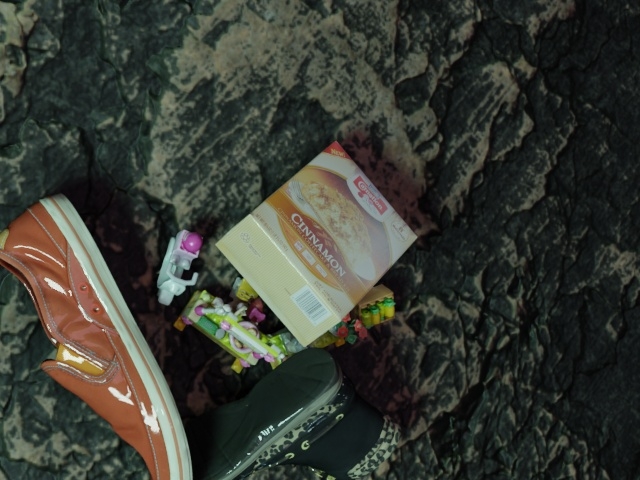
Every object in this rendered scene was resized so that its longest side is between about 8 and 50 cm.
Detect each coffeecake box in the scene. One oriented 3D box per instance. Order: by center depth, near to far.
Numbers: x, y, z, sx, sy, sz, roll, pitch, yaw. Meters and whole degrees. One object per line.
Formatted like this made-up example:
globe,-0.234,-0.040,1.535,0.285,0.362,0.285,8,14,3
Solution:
coffeecake box,0.000,0.000,1.352,0.142,0.068,0.185,49,41,-3

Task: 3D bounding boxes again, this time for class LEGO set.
LEGO set,-0.035,0.083,1.362,0.287,0.107,0.132,15,81,-24

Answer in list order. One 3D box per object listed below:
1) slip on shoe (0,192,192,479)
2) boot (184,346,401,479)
slip on shoe,-0.223,0.117,1.265,0.101,0.123,0.331,-28,91,-16
boot,-0.040,0.227,1.355,0.236,0.085,0.178,-37,137,10
